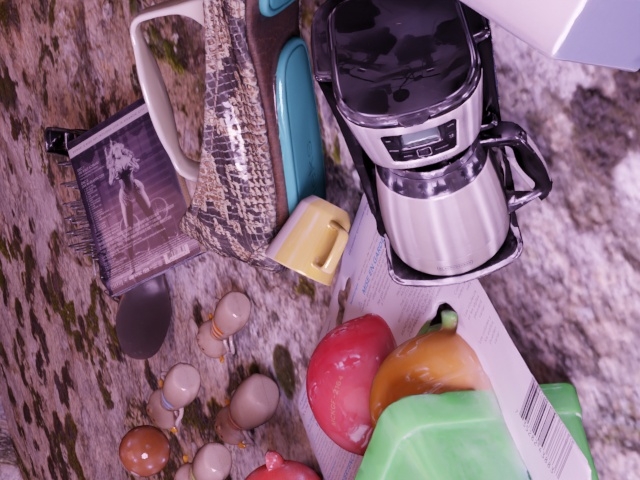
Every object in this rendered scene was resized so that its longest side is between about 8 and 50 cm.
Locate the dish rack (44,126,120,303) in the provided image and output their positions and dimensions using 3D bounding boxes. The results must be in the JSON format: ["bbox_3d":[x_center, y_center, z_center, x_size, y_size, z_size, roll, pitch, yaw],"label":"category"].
[{"bbox_3d":[-0.331,-0.035,1.428,0.208,0.074,0.272,16,115,58],"label":"dish rack"}]

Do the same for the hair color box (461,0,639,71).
[{"bbox_3d":[0.053,-0.268,0.520,0.374,0.113,0.185,42,118,27],"label":"hair color box"}]

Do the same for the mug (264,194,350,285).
[{"bbox_3d":[0.000,0.000,0.811,0.078,0.062,0.064,27,90,32],"label":"mug"}]

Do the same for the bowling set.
[{"bbox_3d":[-0.144,0.211,1.086,0.154,0.199,0.287,-52,52,55],"label":"bowling set"}]

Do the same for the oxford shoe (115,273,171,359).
[{"bbox_3d":[-0.246,0.064,1.340,0.076,0.076,0.212,-114,27,-67],"label":"oxford shoe"}]

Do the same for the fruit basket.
[{"bbox_3d":[0.077,0.146,0.754,0.353,0.165,0.327,-109,29,-50],"label":"fruit basket"}]

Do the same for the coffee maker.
[{"bbox_3d":[0.058,-0.082,0.629,0.171,0.120,0.178,54,172,40],"label":"coffee maker"}]

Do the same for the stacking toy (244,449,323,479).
[{"bbox_3d":[-0.066,0.362,0.853,0.309,0.279,0.130,62,179,46],"label":"stacking toy"}]

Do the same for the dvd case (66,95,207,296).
[{"bbox_3d":[-0.242,-0.058,1.246,0.164,0.018,0.221,-25,78,29],"label":"dvd case"}]

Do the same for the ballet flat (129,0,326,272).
[{"bbox_3d":[-0.075,-0.191,0.806,0.182,0.164,0.483,12,121,12],"label":"ballet flat"}]
